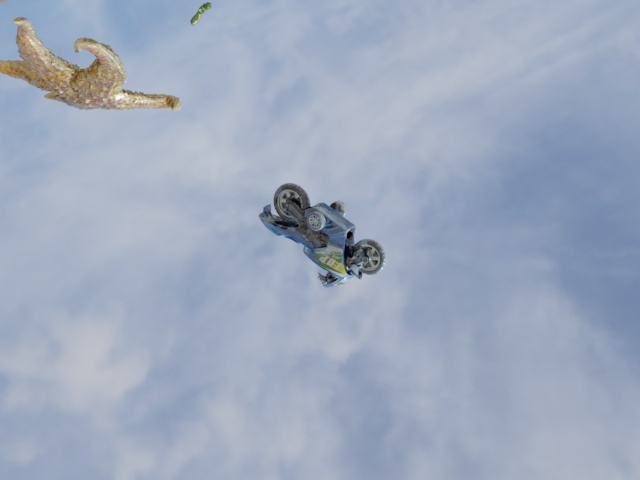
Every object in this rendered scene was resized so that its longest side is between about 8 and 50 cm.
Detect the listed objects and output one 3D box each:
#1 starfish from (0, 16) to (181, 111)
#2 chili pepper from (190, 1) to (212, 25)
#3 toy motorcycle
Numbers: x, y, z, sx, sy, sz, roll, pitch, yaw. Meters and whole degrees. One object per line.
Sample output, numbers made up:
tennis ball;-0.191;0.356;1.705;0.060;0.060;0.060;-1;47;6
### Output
starfish;-0.369;-0.235;1.283;0.302;0.299;0.060;2;-102;42
chili pepper;-0.299;-0.572;2.189;0.083;0.022;0.027;-39;-166;32
toy motorcycle;0.000;0.000;1.597;0.254;0.136;0.092;37;-149;13
